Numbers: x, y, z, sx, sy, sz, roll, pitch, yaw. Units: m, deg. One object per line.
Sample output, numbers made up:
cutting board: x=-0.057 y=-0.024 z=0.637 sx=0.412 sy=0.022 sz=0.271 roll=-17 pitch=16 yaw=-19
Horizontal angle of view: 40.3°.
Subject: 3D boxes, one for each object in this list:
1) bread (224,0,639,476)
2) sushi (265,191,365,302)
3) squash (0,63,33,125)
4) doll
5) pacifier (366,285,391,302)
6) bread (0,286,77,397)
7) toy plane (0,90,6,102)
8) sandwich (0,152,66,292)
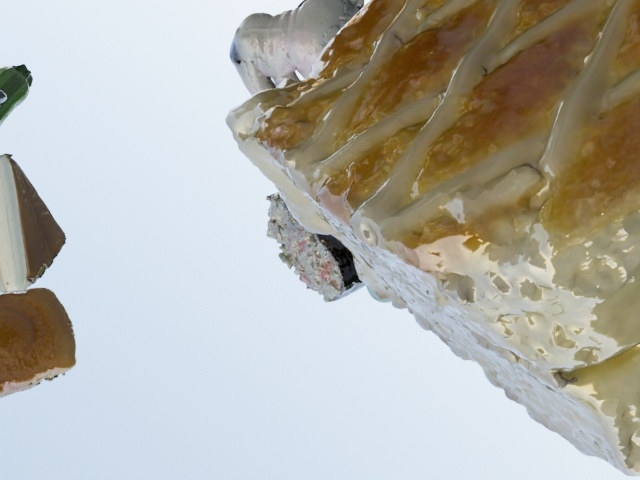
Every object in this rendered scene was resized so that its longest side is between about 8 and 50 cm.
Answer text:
bread: x=0.194 y=-0.083 z=0.686 sx=0.371 sy=0.390 sz=0.279 roll=38 pitch=170 yaw=47
sushi: x=0.000 y=0.000 z=0.981 sx=0.078 sy=0.091 sz=0.150 roll=-22 pitch=-124 yaw=-30
squash: x=-0.579 y=-0.228 z=1.525 sx=0.077 sy=0.068 sz=0.219 roll=43 pitch=-122 yaw=-24
doll: x=-0.022 y=-0.251 z=1.092 sx=0.095 sy=0.192 sz=0.149 roll=48 pitch=-141 yaw=-62
pacifier: x=0.118 y=0.024 z=1.316 sx=0.116 sy=0.126 sz=0.150 roll=15 pitch=-109 yaw=-39
bread: x=-0.536 y=0.180 z=1.448 sx=0.245 sy=0.121 sz=0.174 roll=-13 pitch=-118 yaw=-28
toy plane: x=-0.464 y=-0.198 z=1.199 sx=0.078 sy=0.031 sz=0.083 roll=41 pitch=-169 yaw=15
sandwich: x=-0.443 y=-0.023 z=1.219 sx=0.113 sy=0.079 sz=0.163 roll=-72 pitch=-31 yaw=-46
